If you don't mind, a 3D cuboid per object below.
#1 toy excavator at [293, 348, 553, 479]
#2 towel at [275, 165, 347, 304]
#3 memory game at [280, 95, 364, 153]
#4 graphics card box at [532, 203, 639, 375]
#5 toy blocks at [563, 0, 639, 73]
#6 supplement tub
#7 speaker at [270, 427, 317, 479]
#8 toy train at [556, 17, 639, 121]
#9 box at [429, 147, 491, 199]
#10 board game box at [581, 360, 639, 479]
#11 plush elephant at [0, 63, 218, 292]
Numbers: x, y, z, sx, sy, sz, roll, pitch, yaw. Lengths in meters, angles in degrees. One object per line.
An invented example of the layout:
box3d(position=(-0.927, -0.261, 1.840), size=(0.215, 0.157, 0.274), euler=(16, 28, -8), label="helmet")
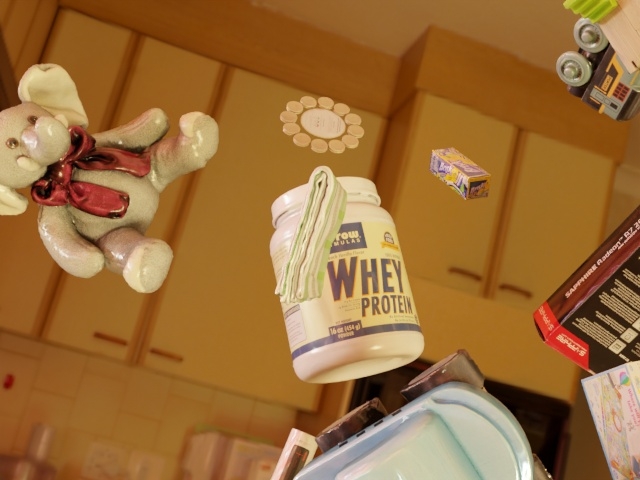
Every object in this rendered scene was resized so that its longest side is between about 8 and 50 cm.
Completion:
box3d(position=(0.039, 0.345, 1.030), size=(0.433, 0.222, 0.445), euler=(-34, -7, 16), label="toy excavator")
box3d(position=(0.000, 0.000, 0.750), size=(0.023, 0.113, 0.152), euler=(17, -1, 9), label="towel")
box3d(position=(0.004, -0.249, 1.884), size=(0.186, 0.186, 0.012), euler=(15, -45, 0), label="memory game")
box3d(position=(0.571, 0.077, 1.490), size=(0.232, 0.371, 0.094), euler=(32, 21, -18), label="graphics card box")
box3d(position=(0.596, -0.329, 1.384), size=(0.381, 0.261, 0.191), euler=(-23, -10, -34), label="toy blocks")
box3d(position=(0.039, 0.073, 1.574), size=(0.235, 0.325, 0.235), euler=(-12, -17, -4), label="supplement tub")
box3d(position=(-0.050, 0.399, 1.533), size=(0.055, 0.136, 0.055), euler=(23, -15, 6), label="speaker")
box3d(position=(0.606, -0.396, 1.740), size=(0.190, 0.142, 0.334), euler=(40, -37, 20), label="toy train")
box3d(position=(0.309, -0.150, 1.953), size=(0.059, 0.054, 0.169), euler=(-9, 30, -20), label="box")
box3d(position=(0.430, 0.257, 1.232), size=(0.026, 0.154, 0.103), euler=(-6, -19, -25), label="board game box")
box3d(position=(-0.345, -0.102, 1.208), size=(0.330, 0.272, 0.255), euler=(0, -28, 46), label="plush elephant")
